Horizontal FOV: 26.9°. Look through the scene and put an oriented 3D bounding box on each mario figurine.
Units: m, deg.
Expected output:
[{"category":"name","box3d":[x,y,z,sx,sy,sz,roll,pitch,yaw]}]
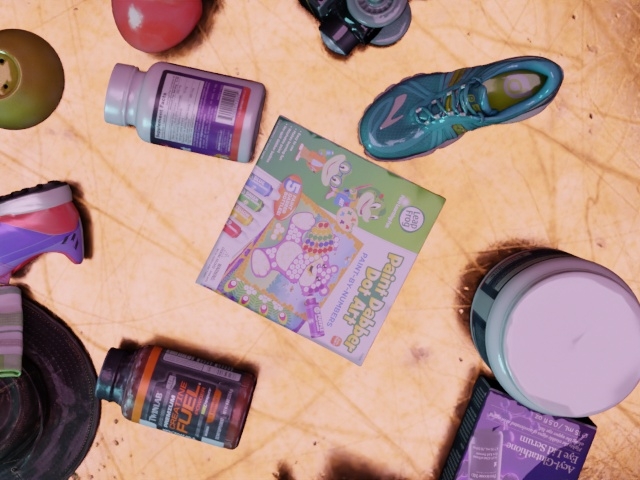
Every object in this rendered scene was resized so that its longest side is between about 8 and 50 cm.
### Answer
[{"category":"mario figurine","box3d":[-0.192,-0.393,1.717,0.198,0.170,0.320,8,81,36]}]

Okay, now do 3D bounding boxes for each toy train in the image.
[{"category":"toy train","box3d":[0.091,-0.397,1.692,0.190,0.142,0.334,42,92,8]}]

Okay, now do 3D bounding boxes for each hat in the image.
[{"category":"hat","box3d":[-0.459,0.230,1.727,0.331,0.134,0.331,0,94,0]}]

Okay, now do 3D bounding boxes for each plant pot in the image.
[{"category":"plant pot","box3d":[-0.406,-0.210,1.720,0.134,0.095,0.134,0,94,0]}]

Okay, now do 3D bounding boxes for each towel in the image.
[{"category":"towel","box3d":[-0.436,0.116,1.697,0.113,0.152,0.023,-5,132,-9]}]

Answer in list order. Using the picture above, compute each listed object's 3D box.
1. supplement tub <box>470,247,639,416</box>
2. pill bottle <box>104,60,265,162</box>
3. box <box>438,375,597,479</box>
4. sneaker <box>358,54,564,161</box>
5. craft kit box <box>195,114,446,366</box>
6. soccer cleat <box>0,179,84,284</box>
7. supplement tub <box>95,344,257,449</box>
[{"category":"supplement tub","box3d":[0.291,0.111,1.644,0.191,0.272,0.191,0,94,0]},{"category":"pill bottle","box3d":[-0.174,-0.169,1.714,0.193,0.108,0.108,12,93,0]},{"category":"box","box3d":[0.246,0.302,1.737,0.153,0.108,0.207,19,93,-1]},{"category":"sneaker","box3d":[0.178,-0.179,1.710,0.275,0.110,0.107,-20,93,2]},{"category":"craft kit box","box3d":[0.000,0.000,1.751,0.246,0.061,0.250,26,93,-4]},{"category":"soccer cleat","box3d":[-0.464,0.019,1.731,0.318,0.108,0.116,-18,97,-1]},{"category":"supplement tub","box3d":[-0.188,0.199,1.736,0.198,0.106,0.106,15,93,0]}]
